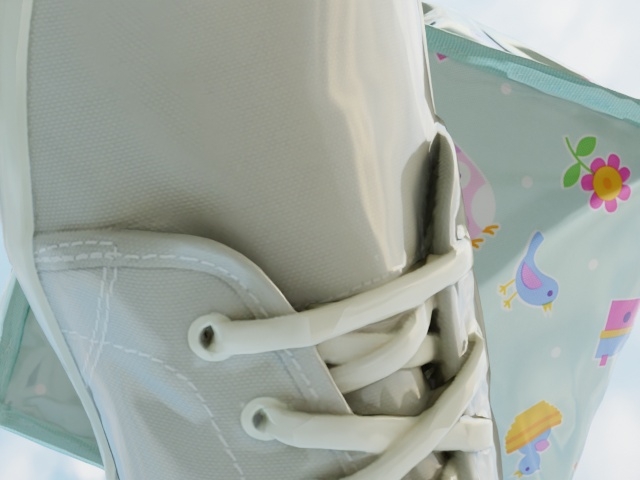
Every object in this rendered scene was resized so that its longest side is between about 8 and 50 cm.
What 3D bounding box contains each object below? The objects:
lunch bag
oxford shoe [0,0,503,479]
[{"bbox_3d":[0.000,0.000,0.708,0.160,0.262,0.223,40,-68,64],"label":"lunch bag"},{"bbox_3d":[-0.001,0.045,0.519,0.169,0.449,0.130,-20,-153,-35],"label":"oxford shoe"}]
